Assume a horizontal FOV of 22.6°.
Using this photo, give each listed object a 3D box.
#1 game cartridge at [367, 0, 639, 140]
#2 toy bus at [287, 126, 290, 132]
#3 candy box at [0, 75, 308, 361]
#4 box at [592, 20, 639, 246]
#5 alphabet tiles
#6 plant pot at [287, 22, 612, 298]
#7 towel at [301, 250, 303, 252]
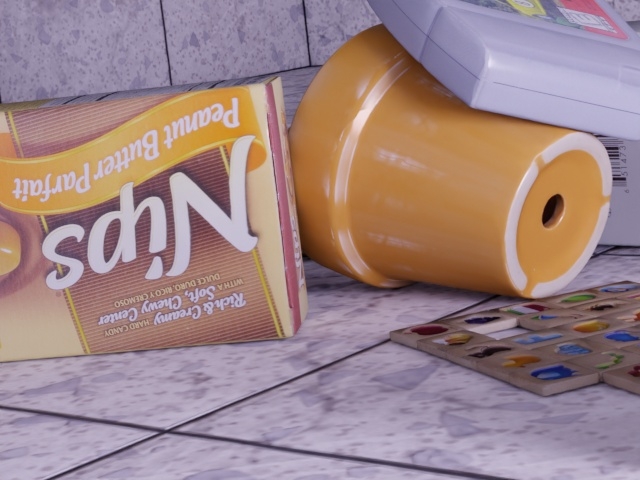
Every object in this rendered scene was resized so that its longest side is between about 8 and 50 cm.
[{"bbox_3d":[0.133,-0.176,1.220,0.196,0.060,0.294,5,31,-22],"label":"game cartridge"},{"bbox_3d":[-0.057,-0.013,1.318,0.202,0.104,0.191,-32,7,43],"label":"toy bus"},{"bbox_3d":[-0.177,-0.012,1.169,0.316,0.183,0.087,-5,11,7],"label":"candy box"},{"bbox_3d":[0.294,-0.091,1.323,0.182,0.181,0.119,2,14,40],"label":"box"},{"bbox_3d":[0.185,0.062,1.026,0.198,0.009,0.237,-10,11,-23],"label":"alphabet tiles"},{"bbox_3d":[0.107,-0.045,1.207,0.205,0.205,0.188,-16,30,-43],"label":"plant pot"},{"bbox_3d":[0.000,0.000,1.473,0.237,0.021,0.102,-7,14,-7],"label":"towel"}]
